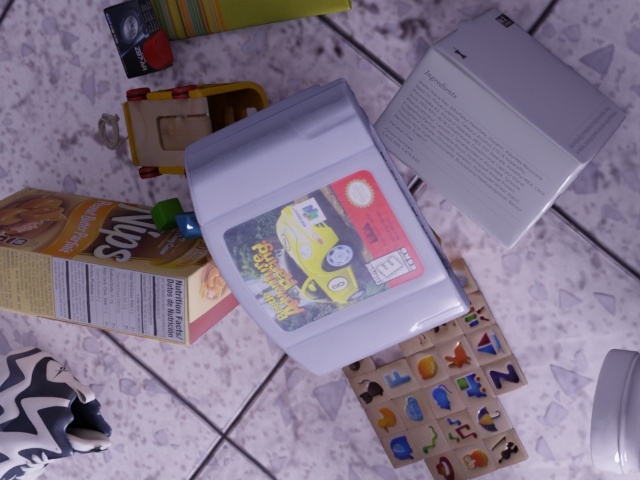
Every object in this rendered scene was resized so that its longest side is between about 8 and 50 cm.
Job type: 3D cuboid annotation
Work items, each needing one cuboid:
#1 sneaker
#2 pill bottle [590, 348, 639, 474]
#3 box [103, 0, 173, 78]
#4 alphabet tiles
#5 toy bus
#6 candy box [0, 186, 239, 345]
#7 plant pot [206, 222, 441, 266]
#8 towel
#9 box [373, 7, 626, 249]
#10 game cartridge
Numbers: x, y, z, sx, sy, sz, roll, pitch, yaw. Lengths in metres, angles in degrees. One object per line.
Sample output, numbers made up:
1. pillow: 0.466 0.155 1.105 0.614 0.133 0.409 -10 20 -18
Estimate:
1. sneaker: -0.333 0.259 1.970 0.153 0.094 0.235 23 107 25
2. pill bottle: 0.433 0.186 1.547 0.323 0.181 0.181 6 111 22
3. box: -0.201 -0.224 1.767 0.067 0.018 0.083 -5 108 48
4. alphabet tiles: 0.128 0.157 1.775 0.198 0.009 0.237 -24 98 29
5. toy bus: -0.135 -0.122 1.735 0.202 0.104 0.191 56 141 27
6. candy box: -0.244 0.023 1.794 0.316 0.183 0.087 8 112 22
7. plant pot: 0.016 -0.007 1.672 0.188 0.205 0.205 37 120 -10
8. towel: -0.083 -0.277 1.708 0.237 0.021 0.102 -6 110 26
9. box: 0.175 -0.113 1.555 0.182 0.181 0.119 40 121 7
10. game cartridge: 0.000 0.000 1.538 0.196 0.060 0.294 -23 124 14
